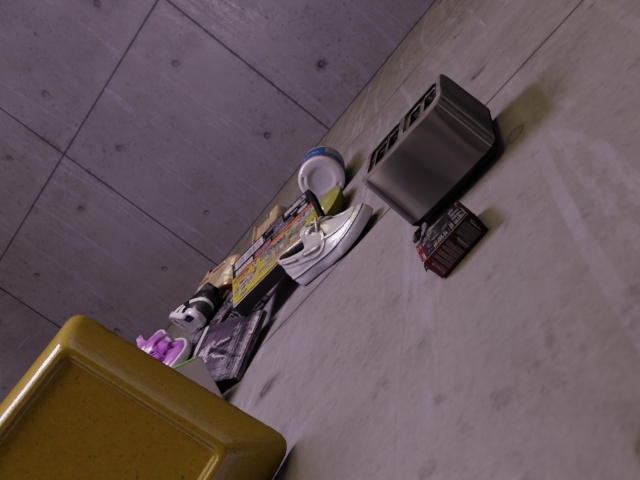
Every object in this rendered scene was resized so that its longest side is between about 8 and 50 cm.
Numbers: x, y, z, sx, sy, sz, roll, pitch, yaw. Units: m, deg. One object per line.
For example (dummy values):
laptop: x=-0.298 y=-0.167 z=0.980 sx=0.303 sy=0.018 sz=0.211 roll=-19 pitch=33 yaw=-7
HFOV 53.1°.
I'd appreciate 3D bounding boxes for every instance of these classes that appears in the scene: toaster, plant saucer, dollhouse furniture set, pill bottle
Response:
toaster: x=0.152 y=-0.122 z=0.893 sx=0.168 sy=0.110 sz=0.185 roll=-48 pitch=11 yaw=28
plant saucer: x=-0.256 y=0.278 z=0.708 sx=0.332 sy=0.333 sz=0.081 roll=-57 pitch=-12 yaw=-25
dollhouse furniture set: x=-0.117 y=0.017 z=1.791 sx=0.182 sy=0.101 sz=0.160 roll=-36 pitch=44 yaw=57
plant saucer: x=-0.015 y=-0.028 z=1.535 sx=0.241 sy=0.037 sz=0.241 roll=-51 pitch=11 yaw=13
pill bottle: x=0.006 y=-0.189 z=1.749 sx=0.124 sy=0.124 sz=0.221 roll=-50 pitch=10 yaw=14

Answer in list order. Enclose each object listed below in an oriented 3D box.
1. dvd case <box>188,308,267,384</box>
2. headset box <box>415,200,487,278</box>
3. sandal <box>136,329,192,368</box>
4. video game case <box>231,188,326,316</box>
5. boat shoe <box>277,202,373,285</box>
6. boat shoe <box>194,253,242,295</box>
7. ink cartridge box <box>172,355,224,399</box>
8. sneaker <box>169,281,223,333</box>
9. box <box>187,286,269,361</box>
dvd case: x=-0.213 y=0.238 z=1.364 sx=0.221 sy=0.018 sz=0.164 roll=-21 pitch=37 yaw=42
headset box: x=0.144 y=0.001 z=0.727 sx=0.083 sy=0.032 sz=0.062 roll=-51 pitch=9 yaw=13
sandal: x=-0.423 y=0.284 z=1.571 sx=0.169 sy=0.102 sz=0.416 roll=-53 pitch=15 yaw=-17
video game case: x=-0.097 y=0.019 z=1.456 sx=0.275 sy=0.035 sz=0.248 roll=-45 pitch=19 yaw=8
boat shoe: x=0.000 y=0.000 z=1.231 sx=0.258 sy=0.084 sz=0.095 roll=-44 pitch=13 yaw=40
boat shoe: x=-0.294 y=0.143 z=1.889 sx=0.341 sy=0.122 sz=0.110 roll=-35 pitch=46 yaw=49
ink cartridge box: x=-0.339 y=0.353 z=1.256 sx=0.198 sy=0.114 sz=0.273 roll=-22 pitch=-15 yaw=-41
sneaker: x=-0.314 y=0.173 z=1.676 sx=0.121 sy=0.079 sz=0.217 roll=-53 pitch=16 yaw=-27
box: x=-0.269 y=0.254 z=1.599 sx=0.307 sy=0.076 sz=0.242 roll=-56 pitch=10 yaw=-20
